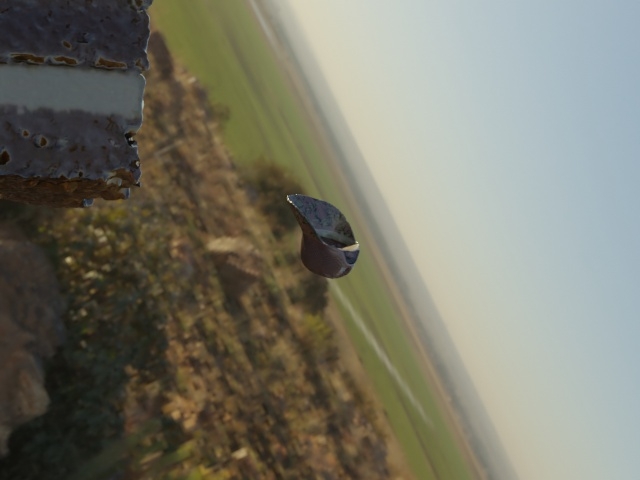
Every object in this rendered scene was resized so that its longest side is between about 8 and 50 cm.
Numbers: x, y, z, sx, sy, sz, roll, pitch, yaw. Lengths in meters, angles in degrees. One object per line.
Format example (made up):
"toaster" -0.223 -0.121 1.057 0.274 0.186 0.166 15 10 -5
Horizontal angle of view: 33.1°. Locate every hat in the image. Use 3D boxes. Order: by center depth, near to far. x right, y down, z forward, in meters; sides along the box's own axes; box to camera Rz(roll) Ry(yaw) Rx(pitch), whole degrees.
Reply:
"hat" -0.003 -0.001 0.914 0.087 0.042 0.058 48 27 26

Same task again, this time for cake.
"cake" -0.345 -0.185 1.182 0.256 0.282 0.290 -9 -98 63
